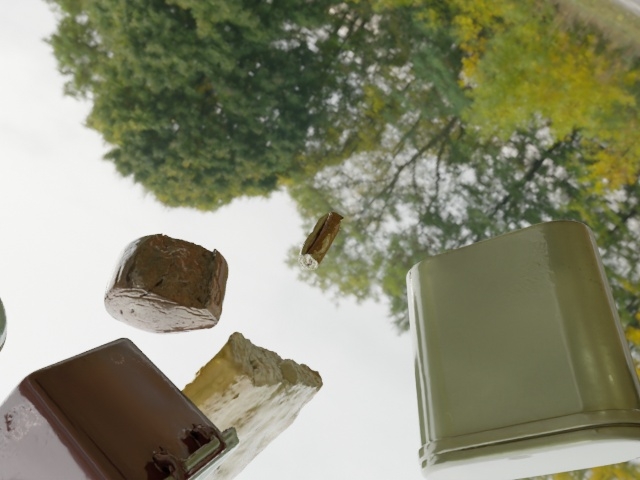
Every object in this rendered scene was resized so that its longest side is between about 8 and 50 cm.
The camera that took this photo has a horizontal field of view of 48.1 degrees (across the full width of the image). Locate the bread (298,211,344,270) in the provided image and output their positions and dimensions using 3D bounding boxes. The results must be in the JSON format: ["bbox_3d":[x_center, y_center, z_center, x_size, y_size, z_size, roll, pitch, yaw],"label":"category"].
[{"bbox_3d":[0.000,0.000,1.033,0.036,0.083,0.047,31,156,5],"label":"bread"}]

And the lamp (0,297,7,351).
[{"bbox_3d":[-0.575,0.143,1.132,0.179,0.108,0.246,20,-130,-54],"label":"lamp"}]

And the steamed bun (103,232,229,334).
[{"bbox_3d":[-0.224,0.064,1.050,0.175,0.106,0.145,7,-144,-1],"label":"steamed bun"}]

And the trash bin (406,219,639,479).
[{"bbox_3d":[0.211,0.125,0.787,0.121,0.243,0.247,39,-141,-48],"label":"trash bin"}]

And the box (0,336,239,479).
[{"bbox_3d":[-0.242,0.240,0.689,0.167,0.294,0.193,47,-162,11],"label":"box"}]

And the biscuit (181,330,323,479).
[{"bbox_3d":[-0.191,0.348,1.218,0.104,0.446,0.429,43,171,21],"label":"biscuit"}]
